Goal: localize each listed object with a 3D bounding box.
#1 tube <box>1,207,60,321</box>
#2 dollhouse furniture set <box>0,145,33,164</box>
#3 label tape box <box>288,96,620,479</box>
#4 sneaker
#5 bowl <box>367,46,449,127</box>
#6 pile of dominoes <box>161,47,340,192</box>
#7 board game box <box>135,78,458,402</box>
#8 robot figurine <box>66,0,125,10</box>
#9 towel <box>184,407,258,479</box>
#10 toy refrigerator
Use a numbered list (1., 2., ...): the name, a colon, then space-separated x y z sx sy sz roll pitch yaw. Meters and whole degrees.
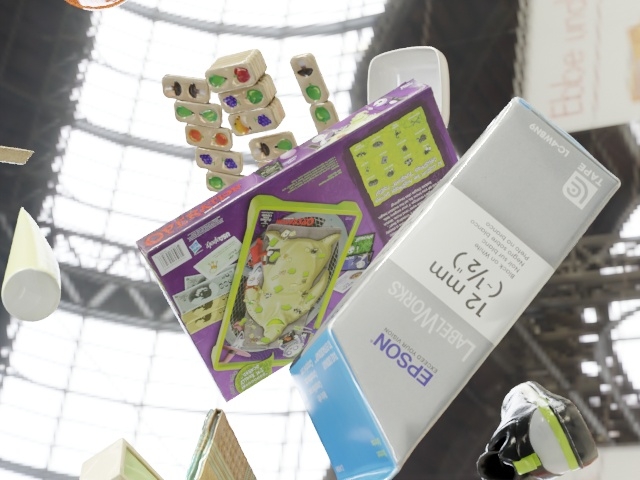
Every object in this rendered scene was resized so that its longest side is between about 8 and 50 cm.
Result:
1. tube: -0.324 0.027 1.430 0.240 0.062 0.070 -130 59 -73
2. dollhouse furniture set: -0.433 -0.146 1.625 0.114 0.091 0.081 6 -85 -42
3. label tape box: 0.063 0.075 1.016 0.348 0.115 0.249 -48 -3 -15
4. sneaker: 0.188 0.191 1.211 0.084 0.097 0.235 63 175 6
5. bowl: 0.143 -0.224 1.949 0.053 0.142 0.142 -2 -90 -50
6. pile of dominoes: -0.063 -0.091 1.428 0.251 0.196 0.040 68 -151 -25
7. board game box: 0.000 0.000 1.344 0.208 0.347 0.056 65 167 -25
8. robot figurine: -0.264 -0.340 1.461 0.158 0.128 0.219 -59 1 -5
9. towel: -0.167 0.469 1.850 0.370 0.040 0.271 -72 -27 -44
10. toy refrigerator: -0.261 0.445 2.002 0.269 0.094 0.102 52 -168 -23
